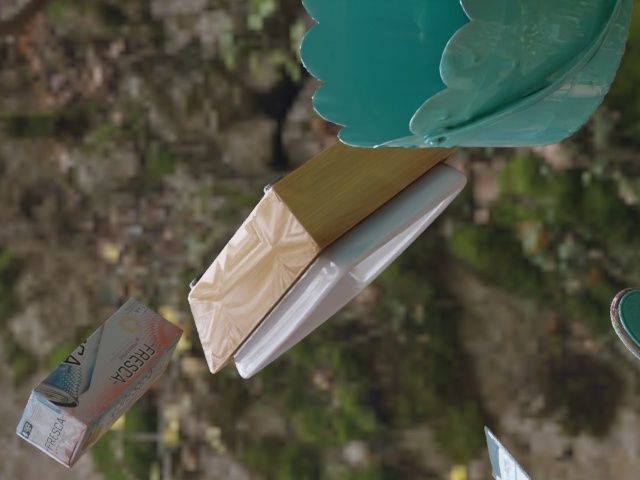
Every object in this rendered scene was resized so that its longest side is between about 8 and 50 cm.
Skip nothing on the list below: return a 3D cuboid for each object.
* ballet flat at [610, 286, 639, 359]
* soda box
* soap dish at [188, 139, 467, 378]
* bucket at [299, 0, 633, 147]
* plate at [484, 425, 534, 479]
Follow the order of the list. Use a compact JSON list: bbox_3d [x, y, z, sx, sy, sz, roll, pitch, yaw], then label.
[{"bbox_3d":[0.377,0.114,1.897,0.079,0.221,0.077,122,172,-81],"label":"ballet flat"},{"bbox_3d":[-0.198,0.126,1.762,0.183,0.063,0.058,-47,-14,-55],"label":"soda box"},{"bbox_3d":[0.000,0.000,1.974,0.229,0.118,0.291,-36,-8,-36],"label":"soap dish"},{"bbox_3d":[0.123,-0.206,1.651,0.281,0.183,0.281,-11,77,60],"label":"bucket"},{"bbox_3d":[0.179,0.220,1.481,0.188,0.024,0.188,50,179,1],"label":"plate"}]
